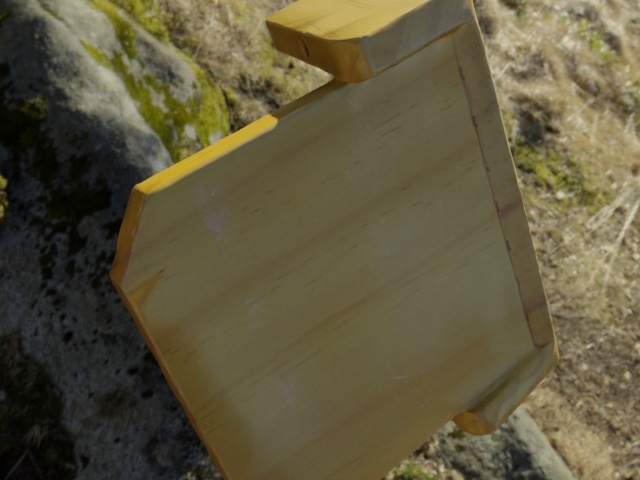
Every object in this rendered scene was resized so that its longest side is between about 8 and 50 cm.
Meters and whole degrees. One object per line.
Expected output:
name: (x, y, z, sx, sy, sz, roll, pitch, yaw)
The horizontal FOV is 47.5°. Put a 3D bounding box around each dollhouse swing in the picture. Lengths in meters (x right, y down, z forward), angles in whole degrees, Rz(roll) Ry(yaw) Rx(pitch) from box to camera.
dollhouse swing: (0.000, 0.000, 0.624, 0.305, 0.346, 0.315, -27, 27, -9)
